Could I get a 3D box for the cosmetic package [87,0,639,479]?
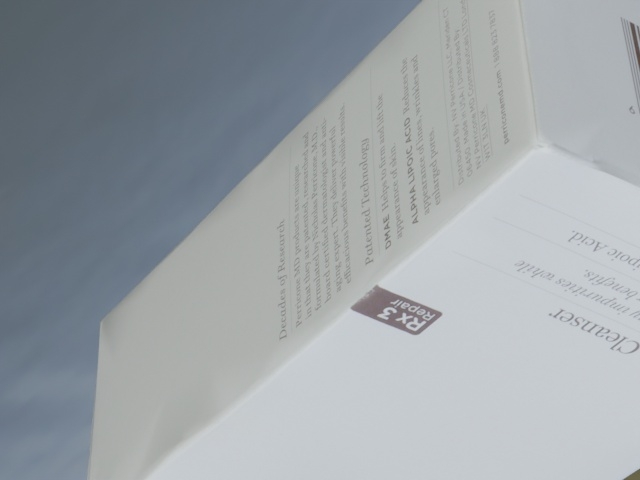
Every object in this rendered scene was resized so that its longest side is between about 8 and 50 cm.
[{"bbox_3d":[0.062,0.040,0.936,0.217,0.156,0.385,22,134,-25],"label":"cosmetic package"}]
